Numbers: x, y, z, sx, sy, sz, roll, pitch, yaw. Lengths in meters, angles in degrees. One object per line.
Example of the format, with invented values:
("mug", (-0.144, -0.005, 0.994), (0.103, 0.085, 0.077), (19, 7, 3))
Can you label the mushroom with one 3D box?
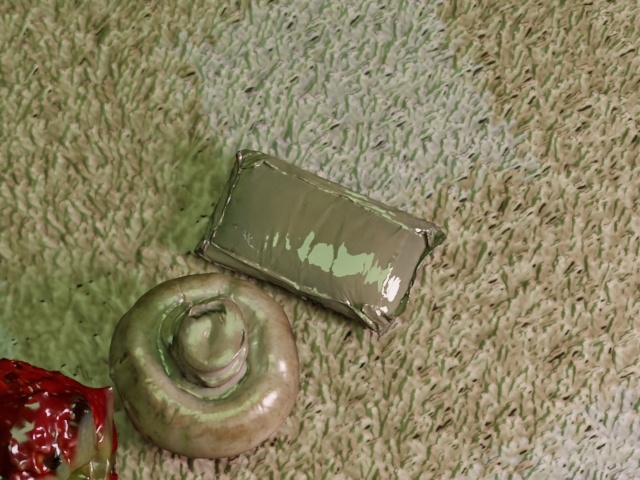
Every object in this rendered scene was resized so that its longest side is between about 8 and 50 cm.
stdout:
("mushroom", (-0.100, 0.105, 1.671), (0.166, 0.127, 0.166), (-1, 64, 2))

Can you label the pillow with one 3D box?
("pillow", (0.000, 0.000, 1.768), (0.208, 0.053, 0.119), (24, 69, 6))

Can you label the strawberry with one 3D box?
("strawberry", (-0.261, 0.179, 1.604), (0.201, 0.187, 0.184), (25, 88, 36))
